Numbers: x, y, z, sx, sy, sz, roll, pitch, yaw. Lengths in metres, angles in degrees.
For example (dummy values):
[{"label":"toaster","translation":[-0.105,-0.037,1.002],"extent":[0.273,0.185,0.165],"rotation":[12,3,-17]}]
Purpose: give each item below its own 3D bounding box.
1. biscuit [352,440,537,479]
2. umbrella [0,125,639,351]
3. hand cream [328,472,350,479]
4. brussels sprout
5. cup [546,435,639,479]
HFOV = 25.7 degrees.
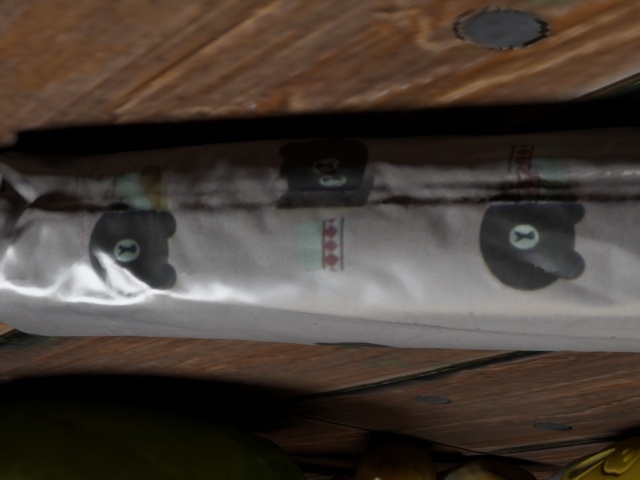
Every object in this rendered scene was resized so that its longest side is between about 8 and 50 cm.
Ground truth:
[{"label":"biscuit","translation":[0.046,0.220,1.077],"extent":[0.164,0.047,0.208],"rotation":[15,136,-34]},{"label":"umbrella","translation":[0.000,0.000,0.452],"extent":[0.337,0.067,0.073],"rotation":[-1,148,19]},{"label":"hand cream","translation":[-0.116,0.271,1.151],"extent":[0.312,0.070,0.111],"rotation":[-15,152,-16]},{"label":"brussels sprout","translation":[-0.153,0.237,0.923],"extent":[0.344,0.268,0.344],"rotation":[-1,167,0]},{"label":"cup","translation":[0.257,0.180,0.834],"extent":[0.241,0.185,0.226],"rotation":[-25,167,-22]}]
